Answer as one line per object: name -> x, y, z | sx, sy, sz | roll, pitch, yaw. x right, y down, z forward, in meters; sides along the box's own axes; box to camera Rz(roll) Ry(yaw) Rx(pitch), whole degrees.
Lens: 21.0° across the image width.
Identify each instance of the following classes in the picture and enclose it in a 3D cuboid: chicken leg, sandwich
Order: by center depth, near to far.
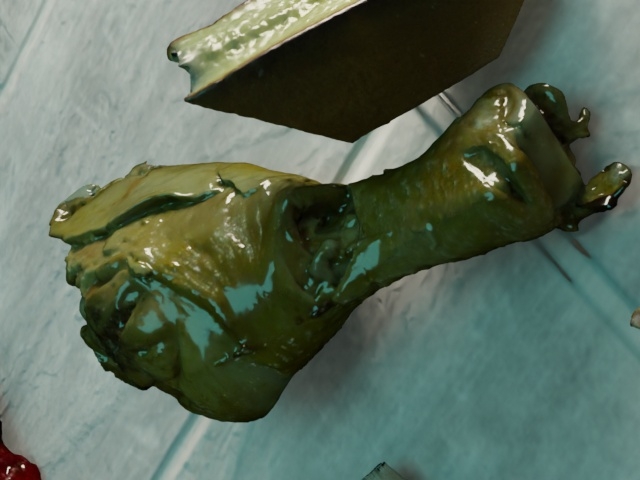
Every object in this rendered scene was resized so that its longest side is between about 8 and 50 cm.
sandwich -> 0.037, -0.133, 1.076 | 0.258, 0.096, 0.094 | -28, 28, -1
chicken leg -> 0.000, 0.000, 1.118 | 0.429, 0.153, 0.201 | -21, 54, 36

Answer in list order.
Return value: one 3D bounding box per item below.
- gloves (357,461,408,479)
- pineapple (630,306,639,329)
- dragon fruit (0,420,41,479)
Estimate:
gloves -> 0.050, 0.170, 1.116 | 0.081, 0.037, 0.044 | 63, 166, 11
pineapple -> 0.259, -0.011, 0.861 | 0.186, 0.114, 0.236 | 35, 108, 44
dragon fruit -> -0.391, 0.281, 1.380 | 0.286, 0.329, 0.228 | 58, 132, 32
